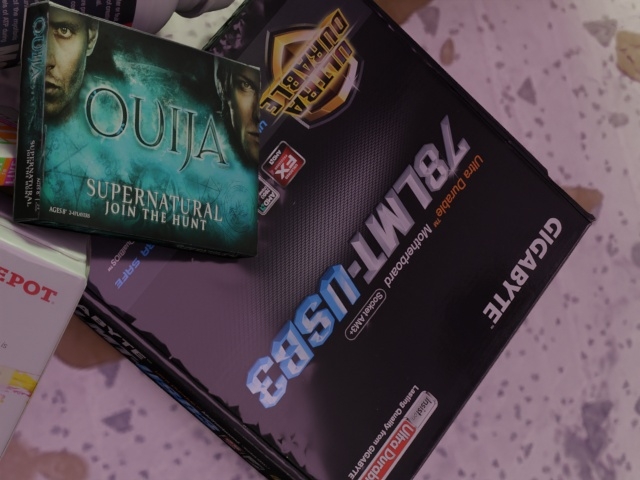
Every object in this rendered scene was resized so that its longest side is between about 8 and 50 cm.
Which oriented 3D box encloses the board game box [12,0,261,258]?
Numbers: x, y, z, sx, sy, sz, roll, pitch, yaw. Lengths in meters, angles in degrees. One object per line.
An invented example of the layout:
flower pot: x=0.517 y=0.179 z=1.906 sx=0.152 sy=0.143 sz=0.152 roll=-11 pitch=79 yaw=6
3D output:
board game box: x=-0.105 y=-0.061 z=0.961 sx=0.186 sy=0.026 sz=0.126 roll=11 pitch=78 yaw=-51

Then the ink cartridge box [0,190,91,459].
ink cartridge box: x=-0.226 y=0.056 z=0.929 sx=0.128 sy=0.127 sz=0.176 roll=27 pitch=99 yaw=-12

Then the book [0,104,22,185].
book: x=-0.197 y=-0.056 z=0.955 sx=0.096 sy=0.144 sz=0.035 roll=24 pitch=101 yaw=22

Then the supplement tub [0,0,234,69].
supplement tub: x=-0.198 y=-0.201 z=0.975 sx=0.272 sy=0.191 sz=0.191 roll=-14 pitch=88 yaw=-22

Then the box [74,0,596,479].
box: x=0.000 y=0.000 z=1.094 sx=0.293 sy=0.073 sz=0.295 roll=43 pitch=71 yaw=-10
